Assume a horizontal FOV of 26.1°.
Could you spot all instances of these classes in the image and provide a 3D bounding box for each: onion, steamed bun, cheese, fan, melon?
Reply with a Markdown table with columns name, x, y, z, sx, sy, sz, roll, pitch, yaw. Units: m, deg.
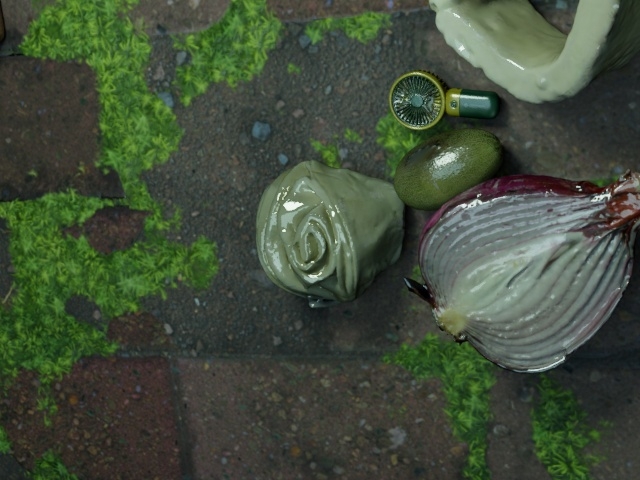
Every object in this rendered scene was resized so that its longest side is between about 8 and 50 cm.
| name | x | y | z | sx | sy | sz | roll | pitch | yaw |
| --- | --- | --- | --- | --- | --- | --- | --- | --- | --- |
| onion | 0.305 | 0.004 | 1.839 | 0.348 | 0.159 | 0.267 | -33 | 104 | 21 |
| steamed bun | -0.001 | 0.002 | 1.975 | 0.218 | 0.144 | 0.211 | 23 | 115 | 16 |
| cheese | 0.277 | -0.347 | 1.702 | 0.292 | 0.153 | 0.332 | 24 | 123 | 31 |
| fan | 0.172 | -0.190 | 1.897 | 0.155 | 0.039 | 0.082 | 8 | 109 | 20 |
| melon | 0.176 | -0.099 | 1.891 | 0.162 | 0.099 | 0.099 | -24 | 96 | 26 |

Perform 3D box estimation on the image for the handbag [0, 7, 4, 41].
| name | x | y | z | sx | sy | sz | roll | pitch | yaw |
| --- | --- | --- | --- | --- | --- | --- | --- | --- | --- |
| handbag | -0.593 | -0.349 | 2.164 | 0.193 | 0.072 | 0.151 | -4 | 105 | 23 |
